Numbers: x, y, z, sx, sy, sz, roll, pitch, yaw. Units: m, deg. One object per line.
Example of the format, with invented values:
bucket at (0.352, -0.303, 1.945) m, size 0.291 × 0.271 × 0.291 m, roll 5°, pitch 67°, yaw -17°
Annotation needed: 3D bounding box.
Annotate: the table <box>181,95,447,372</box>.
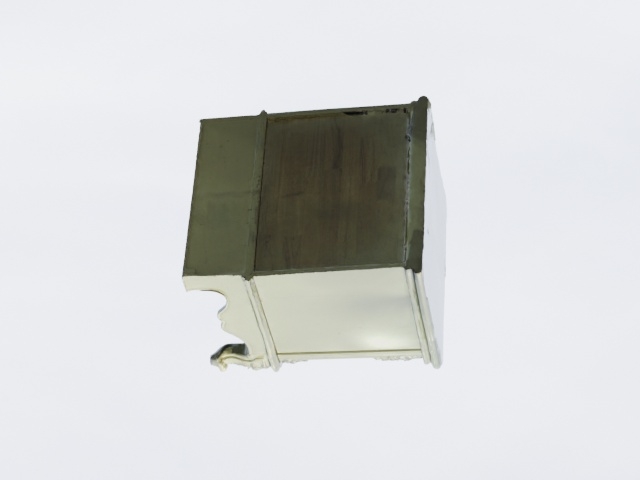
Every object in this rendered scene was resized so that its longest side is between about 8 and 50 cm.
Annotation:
table at (0.000, 0.000, 0.679) m, size 0.083 × 0.062 × 0.079 m, roll -3°, pitch -127°, yaw 9°
